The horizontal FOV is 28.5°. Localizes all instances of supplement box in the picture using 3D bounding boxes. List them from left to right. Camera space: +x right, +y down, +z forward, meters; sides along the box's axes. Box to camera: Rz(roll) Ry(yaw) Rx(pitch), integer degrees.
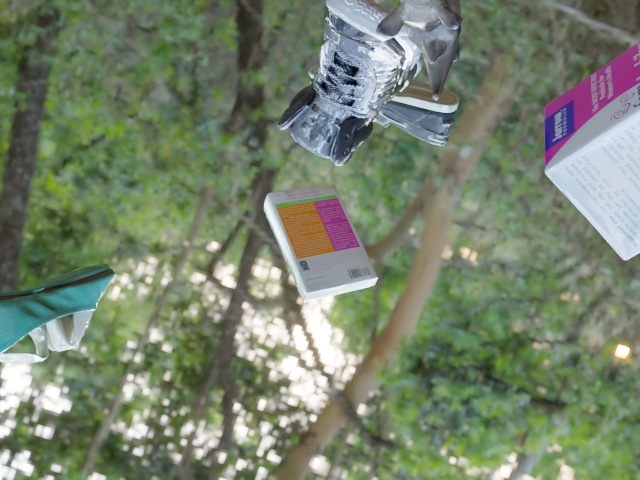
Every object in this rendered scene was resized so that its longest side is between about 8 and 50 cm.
[{"bbox_3d":[0.293,-0.101,0.979,0.114,0.220,0.111,43,-150,-19],"label":"supplement box"}]

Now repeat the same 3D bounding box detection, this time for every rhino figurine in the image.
[{"bbox_3d":[0.068,-0.211,0.801,0.073,0.243,0.106,0,180,14],"label":"rhino figurine"}]

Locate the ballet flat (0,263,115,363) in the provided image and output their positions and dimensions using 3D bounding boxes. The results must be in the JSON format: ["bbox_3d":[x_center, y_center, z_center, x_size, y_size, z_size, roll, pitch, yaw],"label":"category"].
[{"bbox_3d":[-0.307,0.086,1.373,0.083,0.087,0.247,-12,-177,28],"label":"ballet flat"}]

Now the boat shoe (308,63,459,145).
[{"bbox_3d":[0.085,-0.202,1.843,0.233,0.079,0.084,20,-144,17],"label":"boat shoe"}]

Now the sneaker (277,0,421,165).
[{"bbox_3d":[0.026,-0.159,1.280,0.101,0.153,0.268,35,-179,10],"label":"sneaker"}]

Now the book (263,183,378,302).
[{"bbox_3d":[0.000,0.000,1.551,0.096,0.035,0.144,-12,-120,-21],"label":"book"}]
